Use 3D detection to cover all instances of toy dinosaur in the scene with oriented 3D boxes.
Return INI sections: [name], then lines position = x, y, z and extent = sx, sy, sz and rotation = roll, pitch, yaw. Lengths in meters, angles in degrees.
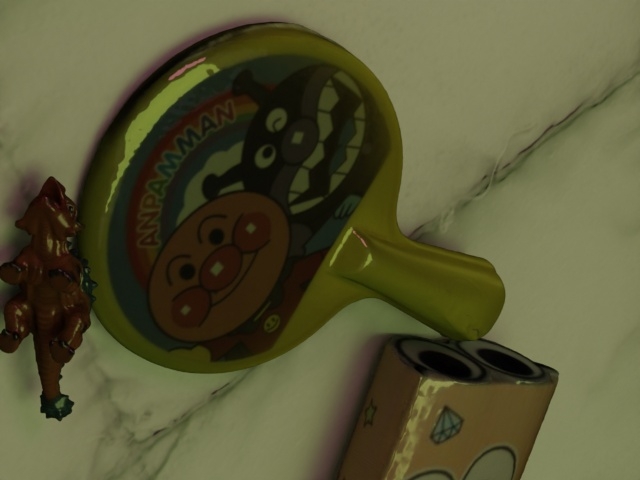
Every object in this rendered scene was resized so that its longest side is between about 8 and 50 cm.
[toy dinosaur]
position = -0.150, 0.037, 0.871
extent = 0.055, 0.049, 0.154
rotation = -70, 167, -61

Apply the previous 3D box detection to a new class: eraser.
[eraser]
position = 0.064, 0.217, 1.169
extent = 0.171, 0.087, 0.290
rotation = 5, 110, -45

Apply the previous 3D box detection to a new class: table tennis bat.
[table tennis bat]
position = 0.000, 0.000, 0.998
extent = 0.369, 0.054, 0.224
rotation = 25, 96, -46
